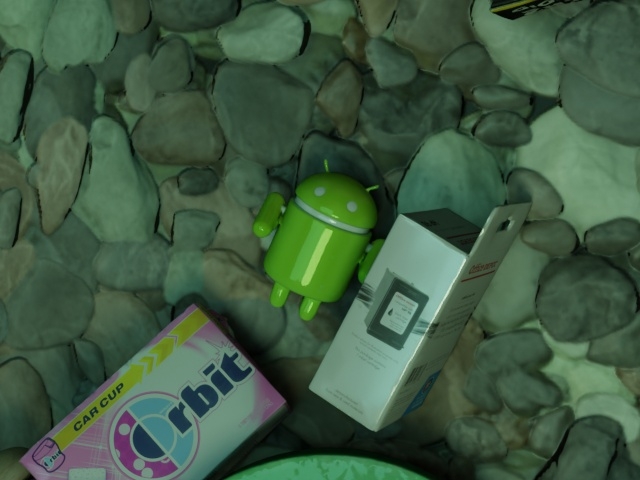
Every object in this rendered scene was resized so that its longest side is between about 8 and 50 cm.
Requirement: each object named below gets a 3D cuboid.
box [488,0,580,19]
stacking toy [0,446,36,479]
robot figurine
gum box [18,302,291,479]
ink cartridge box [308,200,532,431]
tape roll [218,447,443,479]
[{"bbox_3d":[0.206,-0.335,0.850,0.257,0.079,0.322,-11,90,21],"label":"box"},{"bbox_3d":[-0.151,0.304,1.034,0.330,0.141,0.141,30,105,10],"label":"stacking toy"},{"bbox_3d":[0.000,0.000,0.967,0.101,0.067,0.115,25,103,1],"label":"robot figurine"},{"bbox_3d":[-0.120,0.146,0.996,0.188,0.062,0.107,-42,77,-9],"label":"gum box"},{"bbox_3d":[0.073,0.038,0.921,0.060,0.104,0.180,32,105,18],"label":"ink cartridge box"},{"bbox_3d":[0.008,0.312,0.925,0.321,0.077,0.321,0,84,3],"label":"tape roll"}]
